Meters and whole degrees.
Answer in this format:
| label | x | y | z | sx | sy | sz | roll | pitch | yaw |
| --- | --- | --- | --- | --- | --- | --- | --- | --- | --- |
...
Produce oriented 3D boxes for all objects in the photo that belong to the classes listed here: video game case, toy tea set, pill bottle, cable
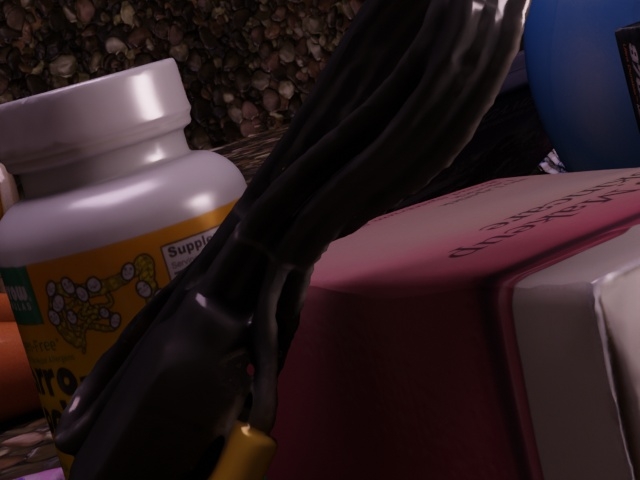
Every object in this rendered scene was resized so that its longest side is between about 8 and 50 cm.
| label | x | y | z | sx | sy | sz | roll | pitch | yaw |
| --- | --- | --- | --- | --- | --- | --- | --- | --- | --- |
| video game case | 0.074 | -0.027 | 1.036 | 0.196 | 0.026 | 0.274 | -24 | -21 | -47 |
| toy tea set | -0.282 | 0.029 | 1.232 | 0.124 | 0.200 | 0.336 | -9 | 11 | -15 |
| pill bottle | -0.078 | 0.029 | 0.754 | 0.118 | 0.208 | 0.117 | -15 | 8 | 2 |
| cable | -0.013 | 0.023 | 0.556 | 0.287 | 0.072 | 0.139 | -56 | 21 | 18 |

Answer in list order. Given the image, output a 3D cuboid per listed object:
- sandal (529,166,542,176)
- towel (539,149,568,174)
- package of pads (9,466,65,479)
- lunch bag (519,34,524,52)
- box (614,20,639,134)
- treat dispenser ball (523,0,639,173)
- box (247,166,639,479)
| label | x | y | z | sx | sy | sz | roll | pitch | yaw |
| --- | --- | --- | --- | --- | --- | --- | --- | --- | --- |
| sandal | 0.123 | -0.081 | 1.599 | 0.086 | 0.120 | 0.303 | -45 | 11 | -7 |
| towel | 0.305 | -0.090 | 1.494 | 0.209 | 0.034 | 0.285 | -15 | 8 | -1 |
| package of pads | -0.159 | 0.137 | 0.810 | 0.083 | 0.032 | 0.050 | -15 | 5 | 4 |
| lunch bag | 0.297 | -0.194 | 1.750 | 0.235 | 0.168 | 0.287 | -17 | 3 | -13 |
| box | 0.241 | -0.029 | 0.658 | 0.220 | 0.175 | 0.051 | -16 | 8 | -11 |
| treat dispenser ball | 0.245 | -0.114 | 0.838 | 0.288 | 0.288 | 0.288 | -15 | 8 | 2 |
| box | 0.089 | 0.050 | 0.579 | 0.149 | 0.126 | 0.232 | -20 | 8 | -29 |
